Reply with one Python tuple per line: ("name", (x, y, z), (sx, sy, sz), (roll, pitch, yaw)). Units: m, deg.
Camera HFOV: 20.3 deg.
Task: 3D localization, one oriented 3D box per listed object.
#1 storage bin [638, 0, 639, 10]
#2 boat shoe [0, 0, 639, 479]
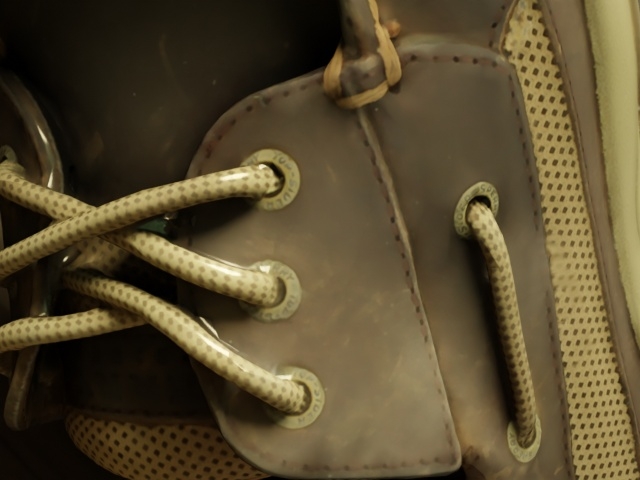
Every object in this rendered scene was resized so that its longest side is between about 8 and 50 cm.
("storage bin", (0.162, -0.072, 0.638), (0.091, 0.098, 0.135), (41, 33, 17))
("boat shoe", (0.000, 0.000, 0.391), (0.130, 0.132, 0.355), (-55, 128, -34))
